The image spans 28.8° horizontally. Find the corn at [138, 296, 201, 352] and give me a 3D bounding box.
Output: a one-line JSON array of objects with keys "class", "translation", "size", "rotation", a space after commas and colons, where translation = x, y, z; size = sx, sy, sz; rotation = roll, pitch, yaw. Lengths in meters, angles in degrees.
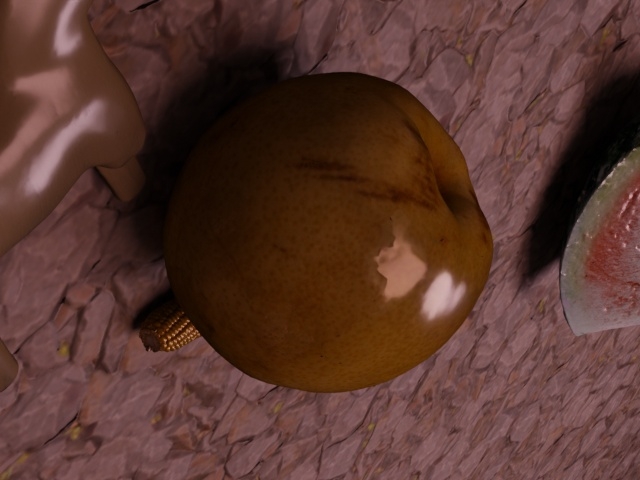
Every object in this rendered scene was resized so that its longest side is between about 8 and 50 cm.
[{"class": "corn", "translation": [-0.087, 0.051, 0.882], "size": [0.092, 0.037, 0.037], "rotation": [-30, 143, -37]}]

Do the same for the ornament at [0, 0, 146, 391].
[{"class": "ornament", "translation": [-0.152, -0.057, 0.650], "size": [0.230, 0.061, 0.245], "rotation": [-46, 153, -16]}]

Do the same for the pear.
[{"class": "pear", "translation": [0.000, 0.000, 0.795], "size": [0.209, 0.209, 0.209], "rotation": [-36, 146, -29]}]

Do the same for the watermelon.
[{"class": "watermelon", "translation": [0.366, -0.005, 1.292], "size": [0.289, 0.214, 0.320], "rotation": [-54, 162, 4]}]
